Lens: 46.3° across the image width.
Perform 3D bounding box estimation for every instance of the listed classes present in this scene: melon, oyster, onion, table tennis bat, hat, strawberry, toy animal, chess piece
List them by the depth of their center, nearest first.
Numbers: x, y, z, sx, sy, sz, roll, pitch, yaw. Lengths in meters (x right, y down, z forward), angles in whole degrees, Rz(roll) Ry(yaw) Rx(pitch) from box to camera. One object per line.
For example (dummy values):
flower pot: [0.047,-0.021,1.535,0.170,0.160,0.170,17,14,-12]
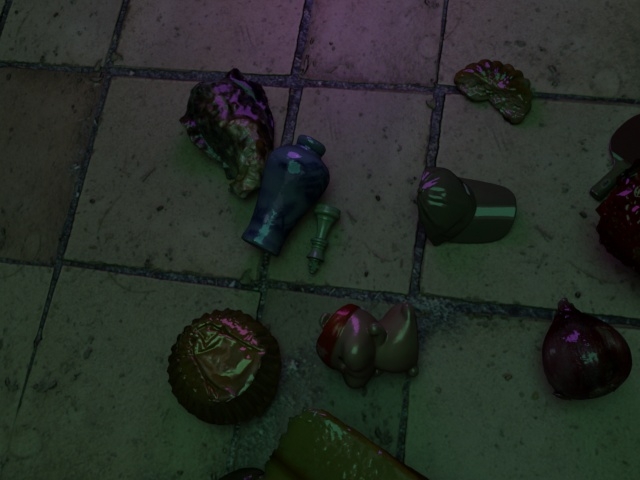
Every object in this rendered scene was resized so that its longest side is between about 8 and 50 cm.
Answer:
onion: [0.485,0.198,1.396,0.159,0.159,0.195,-14,58,3]
melon: [-0.166,0.493,1.413,0.162,0.099,0.099,-35,70,-6]
strawberry: [0.662,-0.042,1.415,0.261,0.261,0.258,-38,63,-6]
toy animal: [0.090,0.196,1.450,0.197,0.171,0.171,-5,70,4]
hat: [0.302,-0.080,1.539,0.173,0.144,0.166,-5,70,30]
table tennis bat: [0.659,-0.173,1.572,0.246,0.022,0.138,-40,69,-9]
chess piece: [0.000,0.000,1.590,0.059,0.059,0.149,12,80,12]
oyster: [-0.194,-0.258,1.679,0.271,0.100,0.275,28,76,13]

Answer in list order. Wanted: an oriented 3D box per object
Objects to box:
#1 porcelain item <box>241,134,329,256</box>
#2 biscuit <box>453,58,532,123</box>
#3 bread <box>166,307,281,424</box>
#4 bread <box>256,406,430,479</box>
porcelain item: [-0.073,-0.098,1.594,0.141,0.141,0.259,26,85,16]
biscuit: [0.390,-0.347,1.650,0.183,0.061,0.118,32,76,18]
bread: [-0.196,0.244,1.483,0.240,0.139,0.240,-4,67,9]
bread: [0.064,0.459,1.230,0.361,0.245,0.233,35,84,-1]
